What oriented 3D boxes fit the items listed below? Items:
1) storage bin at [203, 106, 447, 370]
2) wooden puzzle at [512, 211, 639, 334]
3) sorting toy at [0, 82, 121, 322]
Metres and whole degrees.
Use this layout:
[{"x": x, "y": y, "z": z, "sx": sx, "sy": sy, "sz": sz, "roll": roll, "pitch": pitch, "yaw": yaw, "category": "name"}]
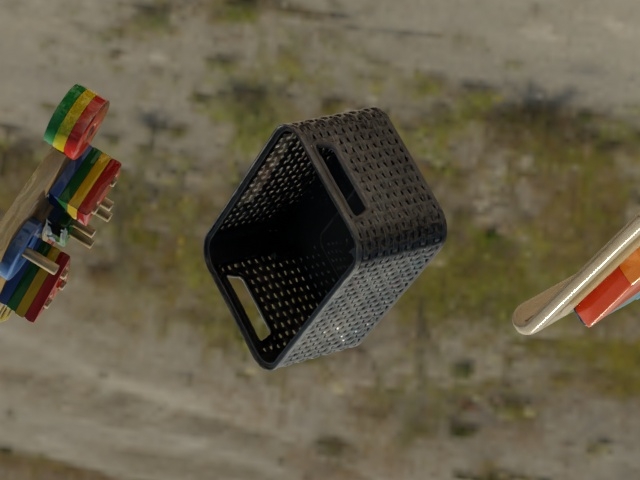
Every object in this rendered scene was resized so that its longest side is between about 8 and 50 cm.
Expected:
[{"x": 0.000, "y": 0.000, "z": 1.252, "sx": 0.084, "sy": 0.122, "sz": 0.180, "roll": -14, "pitch": 155, "yaw": -34, "category": "storage bin"}, {"x": 0.274, "y": -0.009, "z": 1.249, "sx": 0.221, "sy": 0.044, "sz": 0.239, "roll": -26, "pitch": 170, "yaw": -28, "category": "wooden puzzle"}, {"x": -0.191, "y": -0.002, "z": 1.210, "sx": 0.046, "sy": 0.132, "sz": 0.274, "roll": 31, "pitch": 159, "yaw": 1, "category": "sorting toy"}]
